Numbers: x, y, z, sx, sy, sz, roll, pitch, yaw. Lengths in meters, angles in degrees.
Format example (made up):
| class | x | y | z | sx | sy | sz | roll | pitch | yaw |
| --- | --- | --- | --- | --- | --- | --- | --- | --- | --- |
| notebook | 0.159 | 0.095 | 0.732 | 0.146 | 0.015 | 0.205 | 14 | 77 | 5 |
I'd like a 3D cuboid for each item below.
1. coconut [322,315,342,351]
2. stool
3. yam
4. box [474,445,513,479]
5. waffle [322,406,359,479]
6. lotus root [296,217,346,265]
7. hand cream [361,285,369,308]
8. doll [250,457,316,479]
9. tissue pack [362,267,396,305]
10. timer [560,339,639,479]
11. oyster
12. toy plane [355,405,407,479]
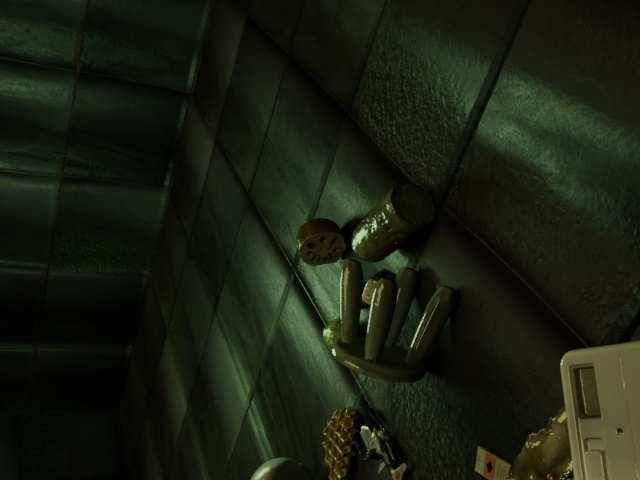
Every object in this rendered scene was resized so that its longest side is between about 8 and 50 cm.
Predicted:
| class | x | y | z | sx | sy | sz | roll | pitch | yaw |
| --- | --- | --- | --- | --- | --- | --- | --- | --- | --- |
| coconut | 0.047 | 0.226 | 1.630 | 0.088 | 0.088 | 0.096 | 1 | 91 | 63 |
| stool | 0.137 | 0.157 | 1.354 | 0.195 | 0.195 | 0.199 | 26 | 103 | 62 |
| yam | 0.148 | -0.032 | 1.450 | 0.194 | 0.107 | 0.107 | -47 | 45 | 52 |
| box | 0.299 | 0.392 | 1.174 | 0.083 | 0.012 | 0.046 | 15 | 99 | 63 |
| waffle | 0.054 | 0.493 | 1.604 | 0.160 | 0.046 | 0.192 | -43 | 49 | 54 |
| lotus root | 0.000 | -0.002 | 1.728 | 0.112 | 0.122 | 0.081 | 89 | 174 | -51 |
| hand cream | 0.090 | 0.133 | 1.613 | 0.163 | 0.039 | 0.062 | -14 | 88 | 64 |
| doll | -0.062 | 0.653 | 1.654 | 0.221 | 0.221 | 0.251 | -20 | 94 | 61 |
| tissue pack | 0.128 | 0.102 | 1.490 | 0.042 | 0.083 | 0.062 | 26 | 115 | 20 |
| timer | 0.418 | 0.212 | 0.771 | 0.194 | 0.195 | 0.192 | -29 | 59 | 60 |
| oyster | 0.352 | 0.349 | 0.966 | 0.166 | 0.110 | 0.341 | -139 | 60 | -77 |
| toy plane | 0.128 | 0.447 | 1.463 | 0.078 | 0.053 | 0.197 | -65 | 28 | 17 |
